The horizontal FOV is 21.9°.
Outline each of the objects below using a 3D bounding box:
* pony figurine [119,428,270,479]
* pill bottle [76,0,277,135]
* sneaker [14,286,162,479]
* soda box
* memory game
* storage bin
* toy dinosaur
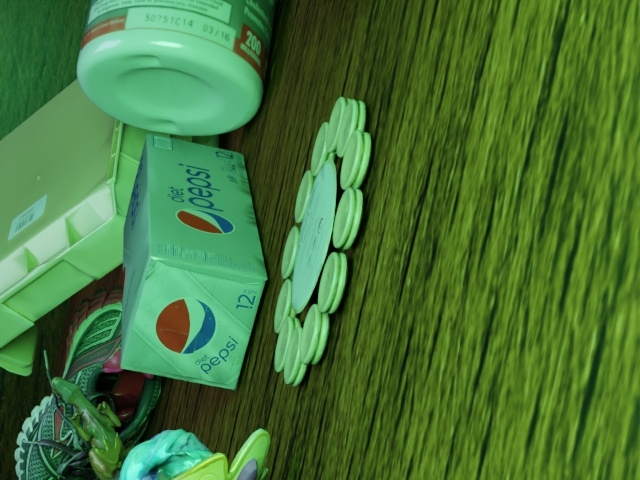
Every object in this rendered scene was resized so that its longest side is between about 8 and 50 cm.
[{"bbox_3d":[-0.172,0.278,1.046,0.351,0.303,0.363,4,76,46],"label":"pony figurine"},{"bbox_3d":[-0.112,-0.250,1.462,0.161,0.161,0.283,127,153,-64],"label":"pill bottle"},{"bbox_3d":[-0.239,0.194,1.699,0.112,0.121,0.299,-111,34,-54],"label":"sneaker"},{"bbox_3d":[-0.107,0.010,1.332,0.286,0.091,0.098,-105,30,-67],"label":"soda box"},{"bbox_3d":[0.000,0.000,1.030,0.186,0.012,0.186,-168,90,-79],"label":"memory game"},{"bbox_3d":[-0.235,-0.033,1.643,0.262,0.123,0.260,-33,37,30],"label":"storage bin"},{"bbox_3d":[-0.195,0.222,1.593,0.112,0.064,0.211,-28,80,64],"label":"toy dinosaur"}]
